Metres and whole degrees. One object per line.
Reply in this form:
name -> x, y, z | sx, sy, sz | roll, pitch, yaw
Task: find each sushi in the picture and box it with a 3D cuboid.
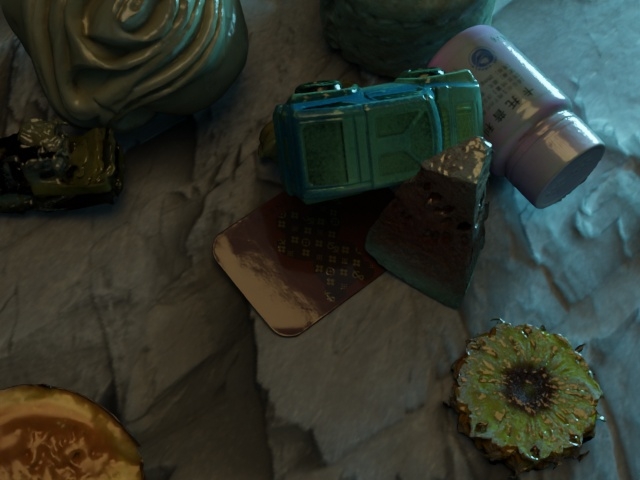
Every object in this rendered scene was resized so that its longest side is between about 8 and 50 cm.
sushi -> -0.413, -0.113, 1.171 | 0.291, 0.131, 0.139 | -3, 62, 3

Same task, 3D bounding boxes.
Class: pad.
pad -> 0.000, 0.000, 1.184 | 0.267, 0.004, 0.181 | -36, 76, -20

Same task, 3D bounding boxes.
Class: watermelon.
watermelon -> 0.154, -0.037, 1.095 | 0.154, 0.241, 0.094 | 24, 54, 6

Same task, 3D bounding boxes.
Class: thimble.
thimble -> 0.131, -0.400, 1.329 | 0.292, 0.195, 0.291 | -1, 58, 1

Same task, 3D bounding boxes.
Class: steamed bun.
steamed bun -> -0.259, -0.327, 1.179 | 0.310, 0.219, 0.324 | -25, 83, -18

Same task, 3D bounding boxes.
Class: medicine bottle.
medicine bottle -> 0.272, -0.177, 1.230 | 0.152, 0.152, 0.254 | -30, 64, -19

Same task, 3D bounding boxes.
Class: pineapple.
pineapple -> 0.262, 0.188, 1.081 | 0.221, 0.047, 0.221 | 1, 59, -2

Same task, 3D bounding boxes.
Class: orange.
orange -> -0.288, 0.310, 0.862 | 0.274, 0.310, 0.274 | -11, 18, 4

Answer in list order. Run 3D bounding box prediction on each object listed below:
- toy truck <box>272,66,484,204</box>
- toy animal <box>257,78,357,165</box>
toy truck -> 0.081, -0.138, 1.137 | 0.279, 0.155, 0.156 | -10, 16, -14
toy animal -> -0.005, -0.171, 1.258 | 0.219, 0.103, 0.101 | -35, 44, -16
